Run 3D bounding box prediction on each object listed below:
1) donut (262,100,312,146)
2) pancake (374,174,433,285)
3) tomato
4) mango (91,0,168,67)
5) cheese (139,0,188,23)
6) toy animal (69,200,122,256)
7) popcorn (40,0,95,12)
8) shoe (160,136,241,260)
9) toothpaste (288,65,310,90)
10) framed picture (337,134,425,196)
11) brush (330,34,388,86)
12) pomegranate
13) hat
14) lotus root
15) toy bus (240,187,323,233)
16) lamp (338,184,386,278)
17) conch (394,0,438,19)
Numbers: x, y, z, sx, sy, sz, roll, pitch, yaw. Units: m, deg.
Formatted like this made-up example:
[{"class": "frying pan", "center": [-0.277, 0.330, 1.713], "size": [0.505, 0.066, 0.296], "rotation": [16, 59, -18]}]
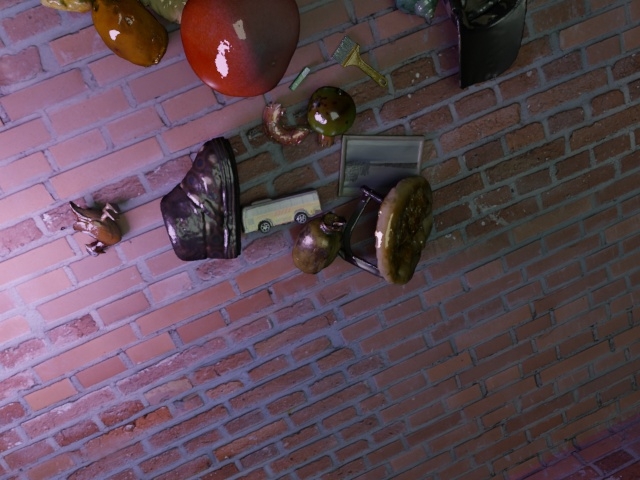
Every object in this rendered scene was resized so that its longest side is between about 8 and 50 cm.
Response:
[{"class": "donut", "center": [-0.114, -0.346, 1.813], "size": [0.166, 0.065, 0.117], "rotation": [30, 99, -21]}, {"class": "pancake", "center": [0.287, -0.032, 1.914], "size": [0.387, 0.082, 0.386], "rotation": [-33, 130, -50]}, {"class": "tomato", "center": [-0.197, -0.554, 1.580], "size": [0.342, 0.273, 0.341], "rotation": [-29, 140, -28]}, {"class": "mango", "center": [-0.503, -0.552, 1.557], "size": [0.156, 0.249, 0.151], "rotation": [12, 81, 16]}, {"class": "cheese", "center": [-0.391, -0.712, 1.581], "size": [0.214, 0.117, 0.225], "rotation": [23, 98, -28]}, {"class": "toy animal", "center": [-0.691, -0.042, 1.765], "size": [0.188, 0.089, 0.179], "rotation": [34, 111, -27]}, {"class": "popcorn", "center": [-0.637, -0.699, 1.451], "size": [0.250, 0.225, 0.249], "rotation": [0, 91, 4]}, {"class": "shoe", "center": [-0.364, -0.120, 1.774], "size": [0.237, 0.171, 0.383], "rotation": [-4, 111, -10]}, {"class": "toothpaste", "center": [-0.065, -0.496, 1.795], "size": [0.017, 0.020, 0.083], "rotation": [37, 97, -26]}, {"class": "framed picture", "center": [0.204, -0.248, 1.959], "size": [0.290, 0.016, 0.213], "rotation": [-1, 110, -15]}, {"class": "brush", "center": [0.134, -0.547, 1.836], "size": [0.205, 0.011, 0.083], "rotation": [32, 98, -23]}, {"class": "pomegranate", "center": [0.028, -0.379, 1.804], "size": [0.159, 0.159, 0.205], "rotation": [-1, 134, -15]}, {"class": "hat", "center": [0.482, -0.691, 1.824], "size": [0.367, 0.257, 0.381], "rotation": [-22, 151, -23]}, {"class": "lotus root", "center": [-0.001, -0.002, 1.896], "size": [0.154, 0.154, 0.278], "rotation": [11, 138, -18]}, {"class": "toy bus", "center": [-0.130, -0.095, 1.889], "size": [0.268, 0.092, 0.106], "rotation": [-14, 104, -9]}, {"class": "lamp", "center": [0.170, -0.019, 1.921], "size": [0.203, 0.124, 0.283], "rotation": [30, 107, 20]}, {"class": "conch", "center": [0.299, -0.760, 1.744], "size": [0.176, 0.122, 0.188], "rotation": [-18, 119, -33]}]
